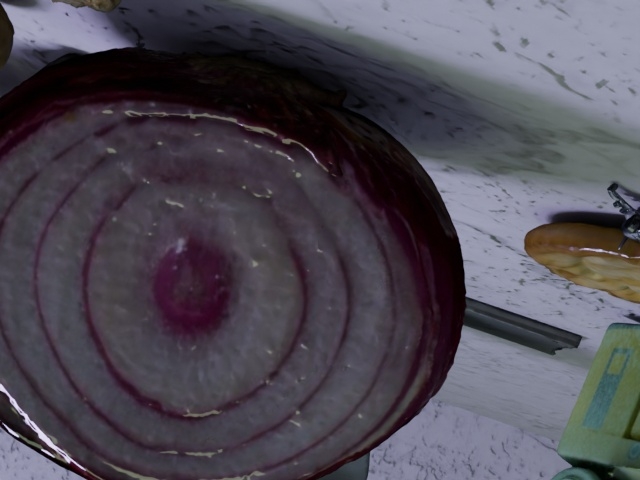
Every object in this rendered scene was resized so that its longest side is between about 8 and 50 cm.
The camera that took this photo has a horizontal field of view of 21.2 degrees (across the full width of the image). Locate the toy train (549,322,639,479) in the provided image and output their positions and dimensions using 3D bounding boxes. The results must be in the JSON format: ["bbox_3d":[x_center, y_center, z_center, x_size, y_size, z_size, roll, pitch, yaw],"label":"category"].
[{"bbox_3d":[0.333,0.199,1.436,0.160,0.253,0.397,29,169,-21],"label":"toy train"}]

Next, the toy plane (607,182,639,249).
[{"bbox_3d":[0.214,-0.010,1.117,0.078,0.031,0.083,35,167,-8],"label":"toy plane"}]

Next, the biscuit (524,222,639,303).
[{"bbox_3d":[0.264,0.028,1.234,0.203,0.041,0.260,27,168,-31],"label":"biscuit"}]

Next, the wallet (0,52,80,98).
[{"bbox_3d":[-0.178,-0.064,1.349,0.149,0.044,0.250,-31,151,21],"label":"wallet"}]

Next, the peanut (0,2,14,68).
[{"bbox_3d":[-0.281,-0.149,1.093,0.089,0.089,0.193,10,168,45],"label":"peanut"}]

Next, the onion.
[{"bbox_3d":[-0.073,0.018,1.113,0.337,0.282,0.260,8,-169,4],"label":"onion"}]

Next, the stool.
[{"bbox_3d":[0.108,0.183,1.845,0.270,0.243,0.170,19,172,0],"label":"stool"}]

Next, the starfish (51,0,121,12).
[{"bbox_3d":[-0.176,-0.164,0.912,0.295,0.048,0.231,10,168,40],"label":"starfish"}]
